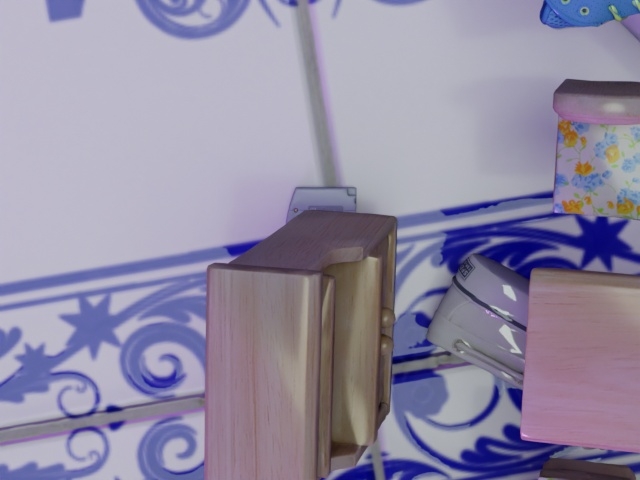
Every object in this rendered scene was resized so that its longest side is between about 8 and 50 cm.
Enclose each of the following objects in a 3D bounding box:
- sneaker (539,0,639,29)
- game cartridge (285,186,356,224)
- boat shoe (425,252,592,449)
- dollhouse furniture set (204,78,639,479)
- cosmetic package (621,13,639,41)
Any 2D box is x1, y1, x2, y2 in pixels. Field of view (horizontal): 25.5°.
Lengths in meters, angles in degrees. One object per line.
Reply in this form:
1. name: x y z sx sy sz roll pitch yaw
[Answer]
1. sneaker: 0.215 -0.178 0.923 0.240 0.091 0.126 31 117 -5
2. game cartridge: 0.000 0.000 1.092 0.056 0.017 0.083 0 97 -7
3. boat shoe: 0.205 0.114 1.079 0.267 0.096 0.088 31 101 -4
4. dollhouse furniture set: 0.150 0.086 0.906 0.394 0.256 0.362 4 102 13
5. cosmetic package: 0.319 -0.228 1.019 0.224 0.138 0.225 44 95 -7
